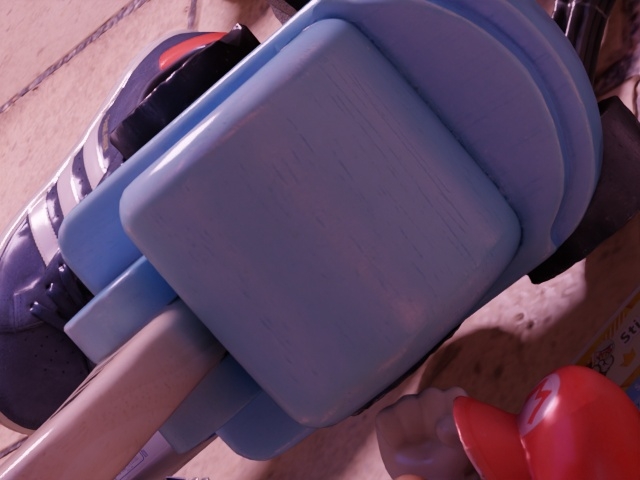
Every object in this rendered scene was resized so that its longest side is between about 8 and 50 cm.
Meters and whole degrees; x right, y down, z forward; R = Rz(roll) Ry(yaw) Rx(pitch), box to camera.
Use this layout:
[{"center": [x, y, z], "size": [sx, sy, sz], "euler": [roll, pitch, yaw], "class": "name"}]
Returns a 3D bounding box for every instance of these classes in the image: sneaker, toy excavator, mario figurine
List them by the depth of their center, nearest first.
[{"center": [0.040, 0.187, 0.894], "size": [0.198, 0.170, 0.320], "euler": [43, 114, 30], "class": "mario figurine"}, {"center": [-0.065, 0.043, 0.959], "size": [0.433, 0.222, 0.445], "euler": [-39, 4, 24], "class": "toy excavator"}, {"center": [-0.144, -0.014, 1.424], "size": [0.148, 0.131, 0.350], "euler": [-2, 60, 60], "class": "sneaker"}]

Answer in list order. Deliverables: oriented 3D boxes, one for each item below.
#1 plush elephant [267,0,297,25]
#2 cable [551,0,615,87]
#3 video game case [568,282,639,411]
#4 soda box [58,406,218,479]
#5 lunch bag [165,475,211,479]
[{"center": [0.017, -0.288, 1.373], "size": [0.330, 0.272, 0.255], "euler": [15, 31, 27], "class": "plush elephant"}, {"center": [0.178, -0.159, 1.201], "size": [0.139, 0.072, 0.287], "euler": [-4, 69, 34], "class": "cable"}, {"center": [0.225, 0.054, 0.932], "size": [0.227, 0.026, 0.206], "euler": [-51, 31, 12], "class": "video game case"}, {"center": [-0.059, 0.069, 1.220], "size": [0.216, 0.074, 0.069], "euler": [-40, 74, 6], "class": "soda box"}, {"center": [-0.084, 0.253, 1.134], "size": [0.176, 0.090, 0.219], "euler": [-5, 59, 51], "class": "lunch bag"}]
